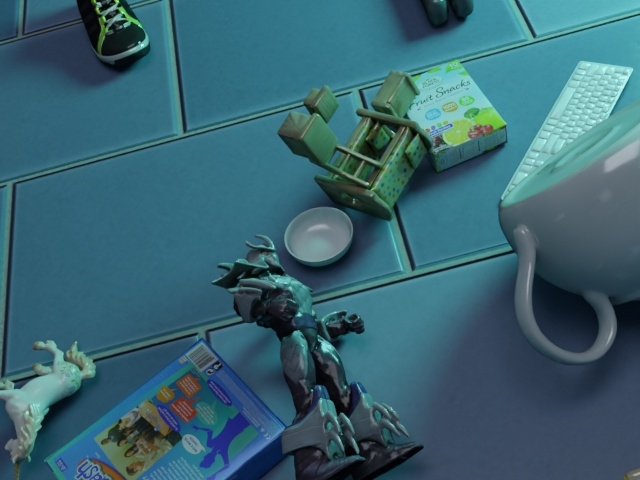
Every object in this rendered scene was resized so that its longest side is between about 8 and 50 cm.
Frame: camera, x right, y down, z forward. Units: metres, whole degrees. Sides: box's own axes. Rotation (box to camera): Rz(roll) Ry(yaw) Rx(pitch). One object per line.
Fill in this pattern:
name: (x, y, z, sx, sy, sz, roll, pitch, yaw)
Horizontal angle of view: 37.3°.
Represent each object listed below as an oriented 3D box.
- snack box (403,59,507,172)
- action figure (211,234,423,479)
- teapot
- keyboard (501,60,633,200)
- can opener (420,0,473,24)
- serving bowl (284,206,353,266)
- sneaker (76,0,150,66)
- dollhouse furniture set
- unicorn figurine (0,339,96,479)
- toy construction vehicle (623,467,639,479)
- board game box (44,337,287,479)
snack box: (0.162, -0.161, 1.213, 0.100, 0.037, 0.141, -22, 50, -4)
action figure: (-0.013, 0.109, 0.969, 0.099, 0.185, 0.285, -41, 60, 27)
teapot: (0.318, -0.018, 0.963, 0.256, 0.187, 0.252, -34, 3, 24)
keyboard: (0.307, -0.133, 1.169, 0.072, 0.014, 0.256, 19, 59, 27)
can opener: (0.154, -0.440, 1.401, 0.076, 0.095, 0.283, -16, 50, 3)
serving bowl: (0.000, 0.000, 1.131, 0.083, 0.027, 0.083, -7, 50, 9)
sneaker: (-0.339, -0.357, 1.461, 0.084, 0.097, 0.234, -30, 51, -9)
dollhouse furniture set: (0.064, -0.146, 1.114, 0.101, 0.161, 0.182, 20, 73, 37)
unicorn figurine: (-0.319, 0.176, 1.052, 0.111, 0.060, 0.162, 31, 65, 33)
toy construction vehicle: (0.323, 0.246, 0.851, 0.086, 0.035, 0.098, -25, 47, 9)
board game box: (-0.155, 0.221, 0.981, 0.210, 0.047, 0.160, -37, 53, -17)
